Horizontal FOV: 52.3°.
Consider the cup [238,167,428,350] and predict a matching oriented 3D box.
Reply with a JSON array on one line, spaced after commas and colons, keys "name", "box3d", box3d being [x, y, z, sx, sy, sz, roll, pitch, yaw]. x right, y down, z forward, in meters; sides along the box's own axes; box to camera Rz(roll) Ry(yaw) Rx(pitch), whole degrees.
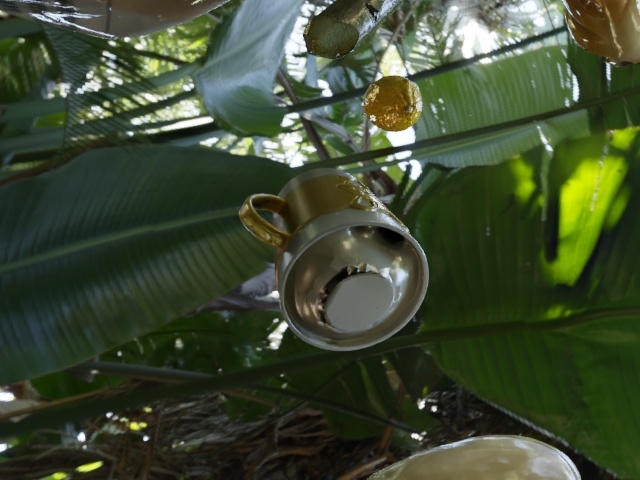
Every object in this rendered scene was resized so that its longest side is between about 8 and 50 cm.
[{"name": "cup", "box3d": [0.000, 0.000, 0.851, 0.185, 0.241, 0.226, -54, -155, 18]}]

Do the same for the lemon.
[{"name": "lemon", "box3d": [0.148, -0.276, 1.318, 0.155, 0.114, 0.114, 37, -66, 62]}]

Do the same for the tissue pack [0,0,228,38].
[{"name": "tissue pack", "box3d": [-0.206, -0.230, 0.361, 0.375, 0.390, 0.195, -122, -130, -65]}]

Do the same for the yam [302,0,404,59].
[{"name": "yam", "box3d": [0.045, -0.301, 0.879, 0.070, 0.069, 0.146, 38, -105, 26]}]

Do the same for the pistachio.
[{"name": "pistachio", "box3d": [0.201, 0.354, 0.859, 0.214, 0.318, 0.193, -132, -134, -72]}]

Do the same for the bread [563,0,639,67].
[{"name": "bread", "box3d": [0.513, -0.461, 1.028, 0.316, 0.270, 0.211, -40, -139, 8]}]
